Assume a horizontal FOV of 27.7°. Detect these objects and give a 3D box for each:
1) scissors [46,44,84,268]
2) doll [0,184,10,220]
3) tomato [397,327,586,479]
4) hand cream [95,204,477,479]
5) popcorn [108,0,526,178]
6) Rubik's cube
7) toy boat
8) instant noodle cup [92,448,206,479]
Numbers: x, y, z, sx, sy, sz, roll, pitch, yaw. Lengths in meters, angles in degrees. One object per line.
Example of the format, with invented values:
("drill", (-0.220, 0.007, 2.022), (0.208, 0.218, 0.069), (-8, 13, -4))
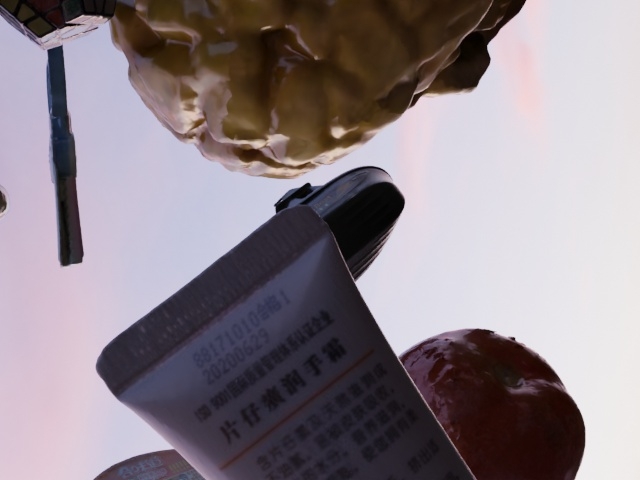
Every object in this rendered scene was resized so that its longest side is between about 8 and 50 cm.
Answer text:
("scissors", (-0.278, -0.093, 1.397), (0.125, 0.030, 0.256), (119, 144, -66))
("doll", (-0.357, -0.176, 0.885), (0.226, 0.215, 0.370), (-9, -91, -26))
("tomato", (0.141, 0.191, 1.228), (0.208, 0.208, 0.184), (-48, -16, -59))
("hand cream", (0.025, 0.145, 0.671), (0.314, 0.139, 0.089), (55, 178, -7))
("popcorn", (-0.008, -0.258, 1.108), (0.390, 0.344, 0.354), (-31, -30, -25))
("Rubik's cube", (-0.210, -0.204, 1.010), (0.111, 0.093, 0.111), (-16, -72, -62))
("toy boat", (-0.004, 0.000, 1.459), (0.296, 0.122, 0.114), (-41, -48, -42))
("instant noodle cup", (-0.118, 0.298, 1.093), (0.168, 0.168, 0.185), (-52, -35, -57))
